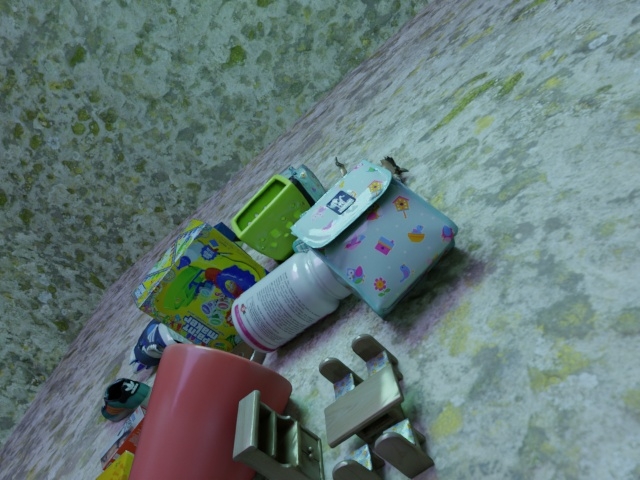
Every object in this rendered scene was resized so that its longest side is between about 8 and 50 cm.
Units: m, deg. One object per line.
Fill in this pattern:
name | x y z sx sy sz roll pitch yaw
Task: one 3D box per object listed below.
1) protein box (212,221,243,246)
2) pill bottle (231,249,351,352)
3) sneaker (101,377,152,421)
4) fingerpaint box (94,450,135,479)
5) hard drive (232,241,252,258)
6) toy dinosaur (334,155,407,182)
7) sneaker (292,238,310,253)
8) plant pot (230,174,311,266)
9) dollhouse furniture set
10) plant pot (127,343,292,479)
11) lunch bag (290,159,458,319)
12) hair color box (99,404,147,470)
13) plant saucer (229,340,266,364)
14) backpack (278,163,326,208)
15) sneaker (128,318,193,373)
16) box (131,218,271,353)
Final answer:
protein box | -0.470 0.060 1.886 0.201 0.136 0.199 -24 31 41
pill bottle | -0.057 0.129 1.039 0.283 0.160 0.160 -37 24 20
sneaker | -0.664 0.516 1.472 0.302 0.121 0.108 -28 28 35
fingerpaint box | -0.479 0.693 0.807 0.445 0.163 0.371 -43 23 6
hard drive | -0.339 0.085 1.676 0.135 0.094 0.022 -45 22 2
toy dinosaur | 0.141 -0.129 1.213 0.201 0.127 0.295 -2 55 9
sneaker | 0.000 0.000 1.282 0.167 0.064 0.076 -17 8 23
plant pot | -0.124 -0.049 1.395 0.228 0.207 0.227 -46 23 -2
dollhouse furniture set | 0.010 0.270 0.689 0.242 0.161 0.212 -39 23 14
plant pot | -0.213 0.356 0.827 0.275 0.275 0.243 -20 43 45
lunch bag | 0.097 -0.014 0.873 0.223 0.262 0.160 -45 -18 -2
hair color box | -0.551 0.572 1.275 0.167 0.053 0.093 -54 25 -18
plant saucer | -0.207 0.317 1.153 0.169 0.029 0.168 -36 25 20
backpack | -0.075 -0.188 1.595 0.144 0.166 0.188 -43 26 2
sneaker | -0.560 0.385 1.537 0.236 0.130 0.323 -57 28 -3
box | -0.318 0.138 1.263 0.279 0.290 0.177 -55 26 -12
